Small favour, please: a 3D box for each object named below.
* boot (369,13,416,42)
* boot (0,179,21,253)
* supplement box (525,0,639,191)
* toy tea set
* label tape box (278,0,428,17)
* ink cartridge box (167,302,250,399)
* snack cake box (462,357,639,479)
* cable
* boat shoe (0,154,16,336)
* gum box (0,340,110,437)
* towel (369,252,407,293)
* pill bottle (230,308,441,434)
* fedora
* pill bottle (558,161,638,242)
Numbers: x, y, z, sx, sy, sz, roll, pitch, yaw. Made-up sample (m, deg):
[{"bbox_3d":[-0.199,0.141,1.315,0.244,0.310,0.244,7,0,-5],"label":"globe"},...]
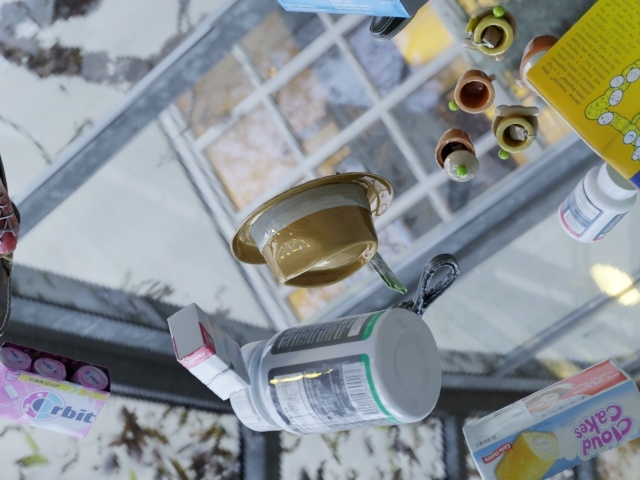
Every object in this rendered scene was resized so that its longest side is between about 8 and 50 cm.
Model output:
[{"bbox_3d":[0.129,-0.522,2.323,0.178,0.236,0.085,37,175,-38],"label":"boot"},{"bbox_3d":[-0.394,-0.055,1.415,0.176,0.088,0.244,66,165,-19],"label":"boot"},{"bbox_3d":[0.499,-0.259,1.655,0.194,0.356,0.195,29,-160,-45],"label":"supplement box"},{"bbox_3d":[0.322,-0.240,2.146,0.200,0.336,0.124,15,-149,-3],"label":"toy tea set"},{"bbox_3d":[0.056,-0.412,1.825,0.333,0.241,0.106,-46,-47,-37],"label":"label tape box"},{"bbox_3d":[-0.198,0.199,2.144,0.150,0.063,0.109,50,-168,-42],"label":"ink cartridge box"},{"bbox_3d":[0.358,0.285,1.837,0.089,0.264,0.152,64,-176,-3],"label":"snack cake box"},{"bbox_3d":[0.178,0.147,2.320,0.139,0.287,0.072,36,-149,-25],"label":"cable"},{"bbox_3d":[-0.520,-0.002,1.838,0.117,0.097,0.324,11,-117,-54],"label":"boat shoe"},{"bbox_3d":[-0.441,0.236,1.910,0.188,0.107,0.062,19,-150,-25],"label":"gum box"},{"bbox_3d":[0.119,0.040,2.443,0.152,0.023,0.113,53,-168,19],"label":"towel"},{"bbox_3d":[0.020,0.246,2.191,0.204,0.361,0.204,20,-115,-49],"label":"pill bottle"},{"bbox_3d":[0.000,0.000,1.336,0.194,0.194,0.079,15,-133,-53],"label":"fedora"},{"bbox_3d":[0.542,-0.082,2.311,0.108,0.180,0.108,9,-122,-14],"label":"pill bottle"}]
